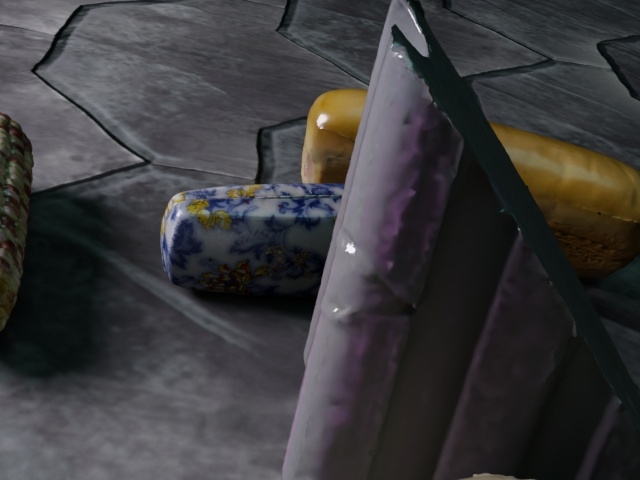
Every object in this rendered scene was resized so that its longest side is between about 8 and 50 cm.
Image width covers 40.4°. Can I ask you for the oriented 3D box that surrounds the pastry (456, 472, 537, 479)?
[{"bbox_3d":[0.092,0.176,0.394,0.165,0.166,0.088,30,43,25],"label":"pastry"}]

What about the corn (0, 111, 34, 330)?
[{"bbox_3d":[-0.248,-0.017,0.636,0.079,0.080,0.237,-1,36,-19],"label":"corn"}]

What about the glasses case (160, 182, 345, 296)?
[{"bbox_3d":[0.000,0.000,0.684,0.247,0.087,0.065,-2,41,-18],"label":"glasses case"}]

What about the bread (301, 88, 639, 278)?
[{"bbox_3d":[0.132,-0.053,0.759,0.305,0.142,0.091,16,68,3],"label":"bread"}]

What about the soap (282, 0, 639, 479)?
[{"bbox_3d":[0.128,0.038,0.489,0.257,0.302,0.159,13,25,1],"label":"soap"}]
